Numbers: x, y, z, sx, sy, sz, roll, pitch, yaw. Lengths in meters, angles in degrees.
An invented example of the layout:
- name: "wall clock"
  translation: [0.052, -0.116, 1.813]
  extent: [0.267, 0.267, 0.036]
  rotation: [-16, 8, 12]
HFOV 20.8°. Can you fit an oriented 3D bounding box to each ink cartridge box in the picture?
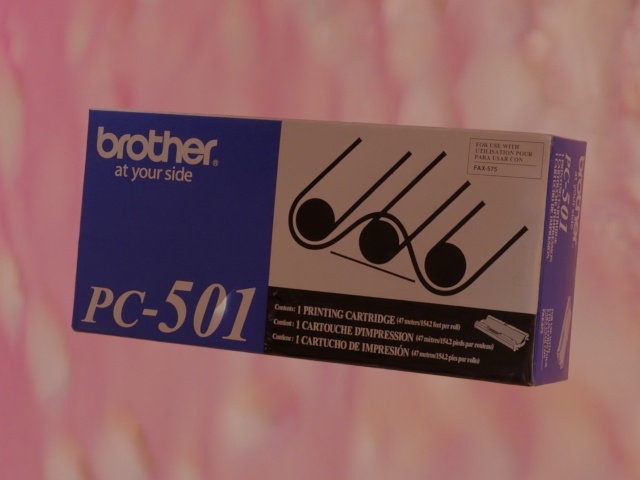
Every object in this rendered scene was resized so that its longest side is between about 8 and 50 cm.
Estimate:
- name: "ink cartridge box"
  translation: [0.000, 0.000, 0.707]
  extent: [0.207, 0.046, 0.097]
  rotation: [6, 92, 26]
